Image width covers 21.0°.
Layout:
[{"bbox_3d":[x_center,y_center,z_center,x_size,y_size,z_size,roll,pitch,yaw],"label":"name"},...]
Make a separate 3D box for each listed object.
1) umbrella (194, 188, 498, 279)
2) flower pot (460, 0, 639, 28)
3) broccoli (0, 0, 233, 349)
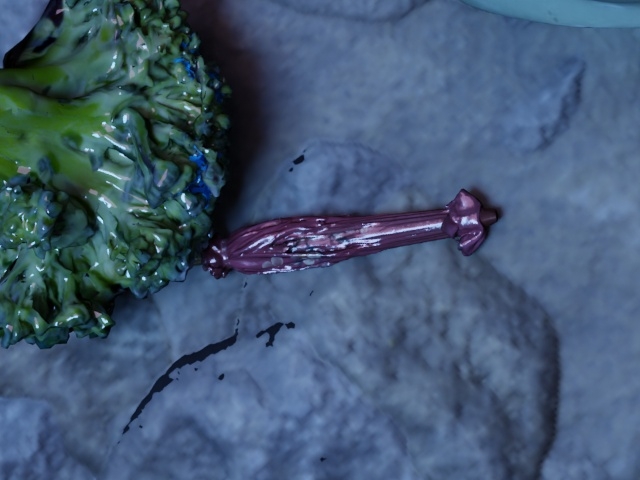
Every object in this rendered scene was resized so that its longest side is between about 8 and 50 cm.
[{"bbox_3d":[0.000,0.000,0.791,0.165,0.025,0.027,-8,53,17],"label":"umbrella"},{"bbox_3d":[0.182,-0.161,0.616,0.368,0.254,0.164,-6,98,20],"label":"flower pot"},{"bbox_3d":[-0.117,-0.043,0.767,0.167,0.160,0.154,-52,42,16],"label":"broccoli"}]
